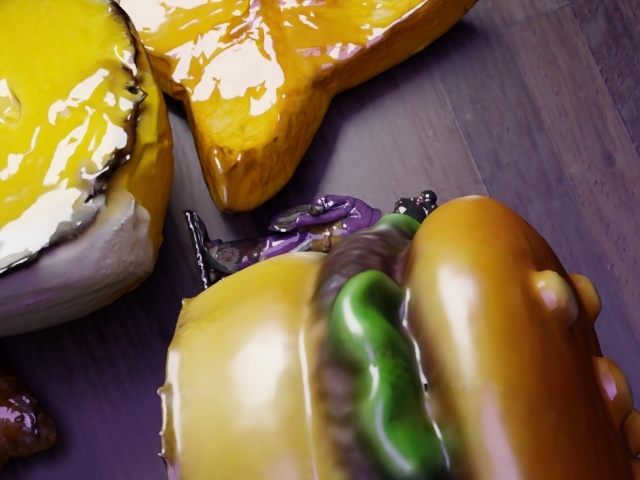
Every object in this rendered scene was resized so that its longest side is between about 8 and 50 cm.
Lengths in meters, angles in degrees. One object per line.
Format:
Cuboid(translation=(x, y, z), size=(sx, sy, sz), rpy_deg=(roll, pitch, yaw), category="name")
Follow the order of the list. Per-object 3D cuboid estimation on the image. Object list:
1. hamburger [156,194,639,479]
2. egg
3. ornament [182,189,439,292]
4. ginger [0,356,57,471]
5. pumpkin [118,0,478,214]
Cuboid(translation=(0.084, 0.166, 1.220), size=(0.277, 0.396, 0.395), rpy_deg=(-17, 74, 13), category="hamburger")
Cuboid(translation=(-0.252, -0.037, 1.420), size=(0.337, 0.201, 0.337), rpy_deg=(-10, 48, 11), category="egg")
Cuboid(translation=(-0.001, 0.009, 1.443), size=(0.203, 0.088, 0.081), rpy_deg=(-8, 76, 2), category="ornament")
Cuboid(translation=(-0.292, 0.129, 1.450), size=(0.103, 0.073, 0.162), rpy_deg=(-35, 68, -18), category="ginger")
Cuboid(translation=(-0.048, -0.180, 1.485), size=(0.290, 0.095, 0.258), rpy_deg=(-42, 65, -14), category="pumpkin")
